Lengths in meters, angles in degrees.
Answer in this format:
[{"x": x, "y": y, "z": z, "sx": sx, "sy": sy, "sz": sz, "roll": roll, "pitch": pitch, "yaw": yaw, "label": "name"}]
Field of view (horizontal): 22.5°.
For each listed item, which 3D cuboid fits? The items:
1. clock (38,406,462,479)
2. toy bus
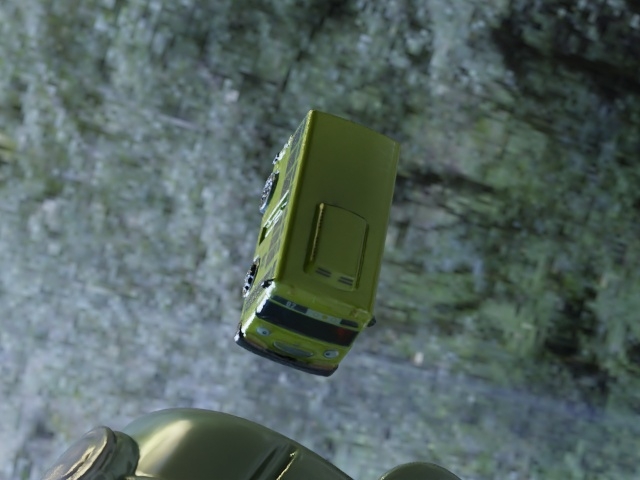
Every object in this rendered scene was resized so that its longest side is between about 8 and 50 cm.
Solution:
[{"x": -0.038, "y": 0.199, "z": 0.851, "sx": 0.324, "sy": 0.265, "sz": 0.108, "roll": 13, "pitch": 49, "yaw": 34, "label": "clock"}, {"x": 0.000, "y": 0.000, "z": 1.759, "sx": 0.150, "sy": 0.128, "sz": 0.262, "roll": 128, "pitch": 159, "yaw": -51, "label": "toy bus"}]
